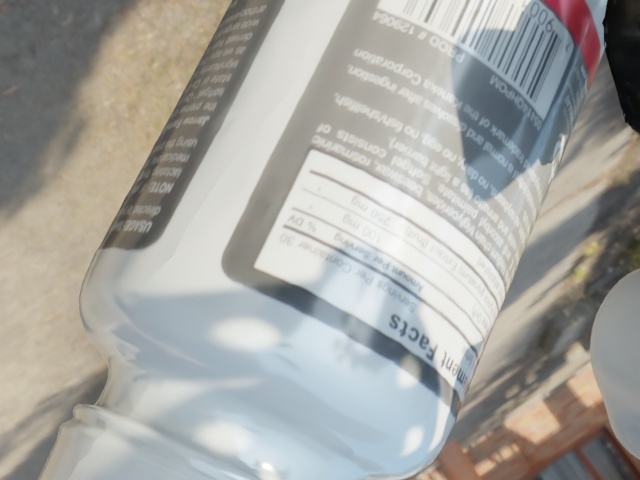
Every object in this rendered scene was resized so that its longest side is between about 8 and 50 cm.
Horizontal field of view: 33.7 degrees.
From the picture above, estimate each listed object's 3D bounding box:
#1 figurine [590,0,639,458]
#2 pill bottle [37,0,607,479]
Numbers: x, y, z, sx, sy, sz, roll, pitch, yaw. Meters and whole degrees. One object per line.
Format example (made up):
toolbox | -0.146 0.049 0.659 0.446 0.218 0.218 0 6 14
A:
figurine | 0.190 -0.006 0.358 0.092 0.215 0.209 -1 -174 -22
pill bottle | 0.000 0.000 0.485 0.176 0.176 0.319 81 33 -70
